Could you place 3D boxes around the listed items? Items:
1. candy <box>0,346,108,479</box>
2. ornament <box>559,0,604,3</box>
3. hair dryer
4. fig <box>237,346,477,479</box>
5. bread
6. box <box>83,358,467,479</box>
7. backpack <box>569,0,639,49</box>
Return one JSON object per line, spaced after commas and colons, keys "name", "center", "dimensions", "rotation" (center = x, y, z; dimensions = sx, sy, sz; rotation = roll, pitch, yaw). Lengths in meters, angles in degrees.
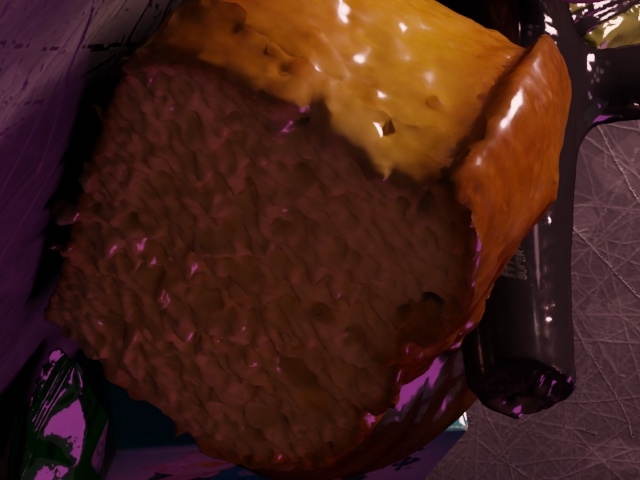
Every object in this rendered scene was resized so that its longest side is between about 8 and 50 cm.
{"name": "candy", "center": [-0.179, 0.158, 1.117], "dimensions": [0.141, 0.078, 0.203], "rotation": [-52, -179, -20]}
{"name": "ornament", "center": [0.129, -0.208, 0.957], "dimensions": [0.177, 0.177, 0.177], "rotation": [-54, 176, -6]}
{"name": "hair dryer", "center": [0.216, -0.060, 1.029], "dimensions": [0.120, 0.359, 0.304], "rotation": [92, -8, -57]}
{"name": "fig", "center": [0.006, 0.030, 1.107], "dimensions": [0.235, 0.235, 0.214], "rotation": [-54, -164, -9]}
{"name": "bread", "center": [0.000, -0.030, 0.871], "dimensions": [0.179, 0.194, 0.340], "rotation": [-58, 180, -29]}
{"name": "box", "center": [-0.040, 0.122, 1.268], "dimensions": [0.153, 0.245, 0.092], "rotation": [117, -32, -59]}
{"name": "backpack", "center": [0.168, -0.184, 1.405], "dimensions": [0.253, 0.207, 0.140], "rotation": [-39, 144, -41]}
